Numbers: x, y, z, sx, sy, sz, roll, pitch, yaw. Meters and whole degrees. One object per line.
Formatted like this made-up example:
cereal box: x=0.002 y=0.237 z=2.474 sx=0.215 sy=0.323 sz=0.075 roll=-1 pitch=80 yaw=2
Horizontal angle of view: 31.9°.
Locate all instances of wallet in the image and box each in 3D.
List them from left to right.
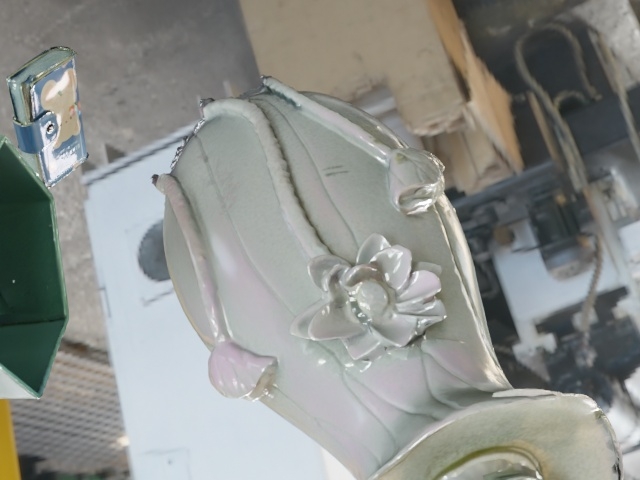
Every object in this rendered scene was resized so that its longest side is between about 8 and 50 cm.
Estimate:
wallet: x=-0.439 y=-0.198 z=1.811 sx=0.059 sy=0.141 sz=0.202 roll=16 pitch=128 yaw=19

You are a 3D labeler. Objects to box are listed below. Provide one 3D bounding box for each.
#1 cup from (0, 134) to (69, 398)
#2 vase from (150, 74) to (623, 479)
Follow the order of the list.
cup: x=-0.279 y=0.027 z=0.645 sx=0.235 sy=0.134 sz=0.148 roll=-6 pitch=151 yaw=10
vase: x=0.031 y=0.061 z=0.828 sx=0.250 sy=0.445 sz=0.250 roll=-12 pitch=125 yaw=-17
